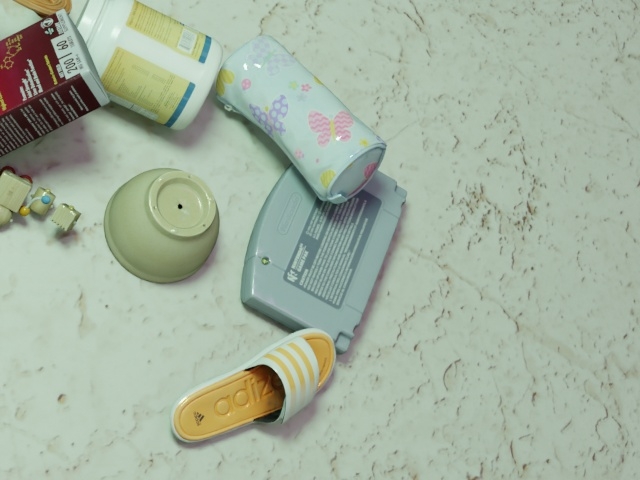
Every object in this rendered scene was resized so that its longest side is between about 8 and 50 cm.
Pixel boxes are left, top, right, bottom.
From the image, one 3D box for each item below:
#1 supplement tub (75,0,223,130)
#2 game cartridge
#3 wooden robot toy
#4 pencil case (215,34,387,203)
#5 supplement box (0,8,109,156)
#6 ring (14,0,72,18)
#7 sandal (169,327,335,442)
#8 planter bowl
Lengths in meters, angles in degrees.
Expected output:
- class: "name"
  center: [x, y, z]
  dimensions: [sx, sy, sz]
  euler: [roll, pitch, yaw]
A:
- class: "supplement tub"
  center: [-0.254, -0.257, 1.839]
  dimensions: [0.200, 0.144, 0.144]
  euler: [25, 62, -15]
- class: "game cartridge"
  center: [0.000, 0.000, 1.917]
  dimensions: [0.196, 0.060, 0.294]
  euler: [32, 60, -16]
- class: "wooden robot toy"
  center: [-0.414, -0.049, 1.743]
  dimensions: [0.173, 0.076, 0.079]
  euler: [29, 96, -13]
- class: "pencil case"
  center: [-0.031, -0.177, 1.892]
  dimensions: [0.124, 0.113, 0.273]
  euler: [-42, 70, -11]
- class: "supplement box"
  center: [-0.410, -0.189, 1.693]
  dimensions: [0.239, 0.073, 0.130]
  euler: [-27, 55, 0]
- class: "ring"
  center: [-0.472, -0.413, 1.746]
  dimensions: [0.336, 0.336, 0.032]
  euler: [42, 103, -12]
- class: "sandal"
  center: [-0.075, 0.211, 1.769]
  dimensions: [0.265, 0.076, 0.102]
  euler: [-26, 110, -27]
- class: "planter bowl"
  center: [-0.206, -0.034, 1.797]
  dimensions: [0.162, 0.109, 0.162]
  euler: [10, 66, -23]
